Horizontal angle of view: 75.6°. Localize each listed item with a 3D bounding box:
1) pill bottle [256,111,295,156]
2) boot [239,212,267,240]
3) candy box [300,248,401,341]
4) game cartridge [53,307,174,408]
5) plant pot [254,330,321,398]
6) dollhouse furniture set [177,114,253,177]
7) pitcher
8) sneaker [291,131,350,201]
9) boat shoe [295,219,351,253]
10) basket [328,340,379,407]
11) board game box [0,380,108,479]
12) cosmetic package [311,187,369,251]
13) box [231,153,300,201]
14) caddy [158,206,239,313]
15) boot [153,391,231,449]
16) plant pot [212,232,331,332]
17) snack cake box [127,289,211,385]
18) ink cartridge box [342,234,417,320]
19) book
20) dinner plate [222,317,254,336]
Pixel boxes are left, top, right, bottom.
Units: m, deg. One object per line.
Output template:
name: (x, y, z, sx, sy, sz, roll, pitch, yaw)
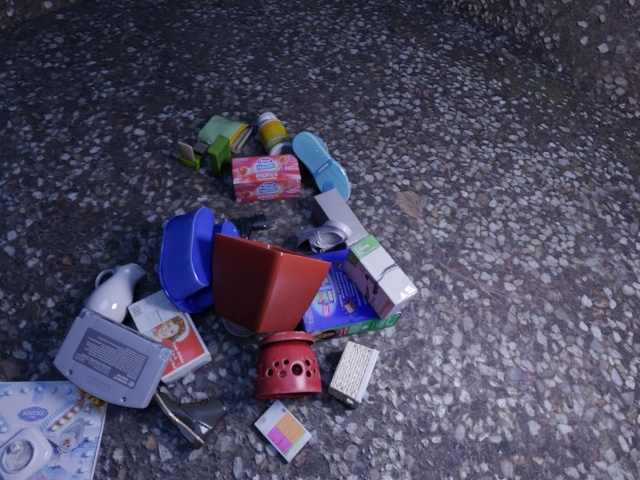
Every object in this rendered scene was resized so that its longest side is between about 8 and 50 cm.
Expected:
pill bottle: (-0.190, -0.428, 1.712, 0.117, 0.118, 0.209, -18, 63, -16)
boot: (-0.245, -0.045, 1.527, 0.099, 0.045, 0.121, -6, 60, -13)
candy box: (0.075, 0.175, 1.386, 0.316, 0.122, 0.268, -10, 60, -10)
game cartridge: (-0.588, 0.341, 1.167, 0.297, 0.062, 0.198, 24, 86, 6)
plant pot: (-0.099, 0.367, 1.209, 0.191, 0.191, 0.174, -4, 65, -8)
dollhouse furniture set: (-0.421, -0.431, 1.670, 0.197, 0.151, 0.302, 22, 60, 7)
pitcher: (-0.678, 0.177, 1.321, 0.177, 0.126, 0.207, -2, 49, 21)
sneaker: (0.018, -0.302, 1.662, 0.127, 0.208, 0.319, -31, 101, 13)
boat shoe: (0.000, 0.000, 1.415, 0.096, 0.267, 0.088, 44, 61, -26)
basket: (0.099, 0.406, 1.261, 0.103, 0.113, 0.167, 22, 60, 12)
board game box: (-0.806, 0.576, 1.103, 0.389, 0.050, 0.390, 1, 60, -6)
cosmetic package: (0.067, -0.061, 1.520, 0.107, 0.127, 0.238, -27, 64, -20)
box: (-0.211, -0.242, 1.598, 0.256, 0.123, 0.128, -6, 60, -9)
caddy: (-0.395, 0.061, 1.335, 0.179, 0.241, 0.342, -20, 57, 24)
boot: (-0.372, 0.480, 1.198, 0.198, 0.077, 0.137, 44, 60, 4)
plant pot: (-0.166, 0.135, 1.238, 0.267, 0.267, 0.236, 14, 89, 34)
snack cake box: (-0.467, 0.289, 1.283, 0.152, 0.089, 0.264, -27, 66, -21)
ink cartridge box: (0.176, 0.118, 1.266, 0.092, 0.160, 0.219, -30, 68, -20)
book: (-0.109, 0.552, 1.200, 0.144, 0.035, 0.096, 41, 67, 18)
dinner plate: (-0.252, 0.251, 1.368, 0.141, 0.017, 0.141, 3, 60, -5)
